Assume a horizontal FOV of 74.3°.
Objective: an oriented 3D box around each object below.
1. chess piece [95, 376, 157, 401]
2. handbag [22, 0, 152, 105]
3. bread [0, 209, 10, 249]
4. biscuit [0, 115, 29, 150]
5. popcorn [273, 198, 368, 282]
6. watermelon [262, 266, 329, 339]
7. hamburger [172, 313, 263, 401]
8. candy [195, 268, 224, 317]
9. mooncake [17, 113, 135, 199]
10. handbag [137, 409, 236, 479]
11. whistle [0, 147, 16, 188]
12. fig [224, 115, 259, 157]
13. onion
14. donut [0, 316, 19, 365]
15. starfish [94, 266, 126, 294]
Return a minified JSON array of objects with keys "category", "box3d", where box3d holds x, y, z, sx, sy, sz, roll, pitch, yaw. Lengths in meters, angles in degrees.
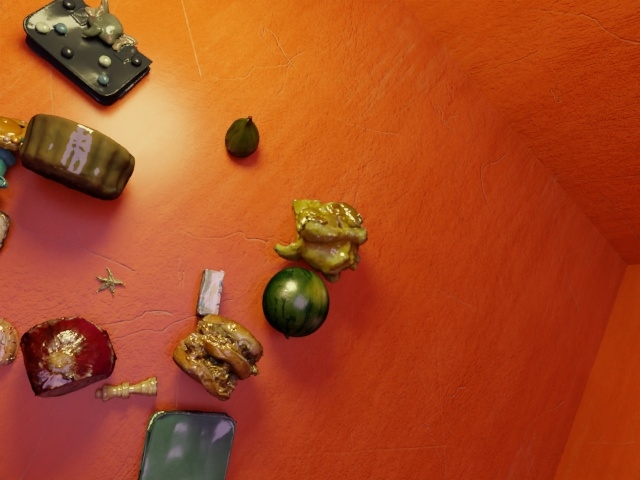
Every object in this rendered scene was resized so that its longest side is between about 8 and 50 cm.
[{"category":"chess piece","box3d":[-0.588,0.456,1.284,0.172,0.060,0.060,-1,81,-23]},{"category":"handbag","box3d":[-0.740,-0.640,1.378,0.325,0.118,0.269,40,66,-16]},{"category":"bread","box3d":[-0.961,-0.031,1.199,0.129,0.044,0.126,9,84,-27]},{"category":"biscuit","box3d":[-0.901,-0.316,1.214,0.170,0.170,0.050,14,118,-23]},{"category":"popcorn","box3d":[-0.002,0.001,1.545,0.325,0.321,0.290,-31,112,-10]},{"category":"watermelon","box3d":[-0.085,0.214,1.468,0.242,0.242,0.242,5,79,-25]},{"category":"hamburger","box3d":[-0.314,0.372,1.332,0.260,0.245,0.211,29,61,14]},{"category":"candy","box3d":[-0.372,0.179,1.417,0.073,0.092,0.160,12,74,-22]},{"category":"mooncake","box3d":[-0.702,-0.230,1.228,0.290,0.290,0.161,22,80,-21]},{"category":"handbag","box3d":[-0.418,0.666,1.307,0.268,0.100,0.274,13,76,-27]},{"category":"whistle","box3d":[-0.969,-0.185,1.184,0.186,0.093,0.274,29,63,3]},{"category":"fig","box3d":[-0.265,-0.373,1.520,0.126,0.185,0.133,48,60,-29]},{"category":"onion","box3d":[-0.693,0.310,1.175,0.206,0.216,0.207,-18,81,-31]},{"category":"donut","box3d":[-0.906,0.264,1.158,0.166,0.065,0.117,32,69,-19]},{"category":"starfish","box3d":[-0.661,0.129,1.330,0.086,0.016,0.092,-6,81,-29]}]
